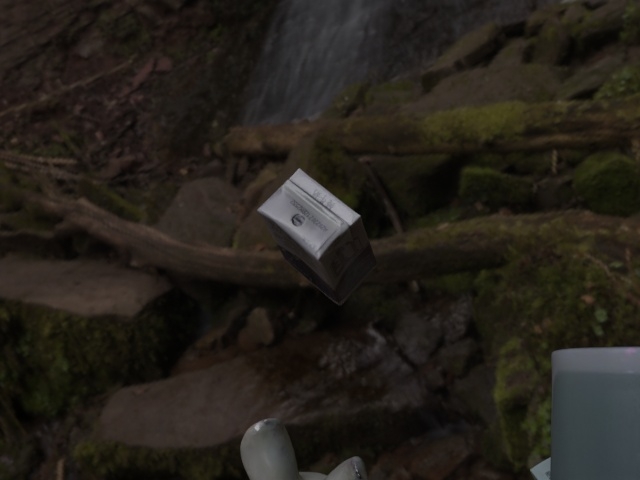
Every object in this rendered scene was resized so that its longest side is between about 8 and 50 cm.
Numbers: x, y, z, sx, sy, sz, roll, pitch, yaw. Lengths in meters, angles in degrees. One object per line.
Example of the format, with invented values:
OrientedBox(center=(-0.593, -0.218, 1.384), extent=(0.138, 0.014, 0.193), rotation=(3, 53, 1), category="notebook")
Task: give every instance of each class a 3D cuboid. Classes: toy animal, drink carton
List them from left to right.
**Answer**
OrientedBox(center=(-0.040, 0.424, 1.118), extent=(0.196, 0.367, 0.241), rotation=(18, 9, 21), category="toy animal")
OrientedBox(center=(-0.001, -0.001, 1.352), extent=(0.102, 0.134, 0.222), rotation=(-45, -23, -8), category="drink carton")

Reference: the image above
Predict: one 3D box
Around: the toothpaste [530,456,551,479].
OrientedBox(center=(0.361, 0.412, 1.034), extent=(0.067, 0.336, 0.081), rotation=(-28, 16, 2), category="toothpaste")

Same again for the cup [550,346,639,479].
OrientedBox(center=(0.286, 0.202, 0.445), extent=(0.357, 0.274, 0.259), rotation=(10, -11, -34), category="cup")
